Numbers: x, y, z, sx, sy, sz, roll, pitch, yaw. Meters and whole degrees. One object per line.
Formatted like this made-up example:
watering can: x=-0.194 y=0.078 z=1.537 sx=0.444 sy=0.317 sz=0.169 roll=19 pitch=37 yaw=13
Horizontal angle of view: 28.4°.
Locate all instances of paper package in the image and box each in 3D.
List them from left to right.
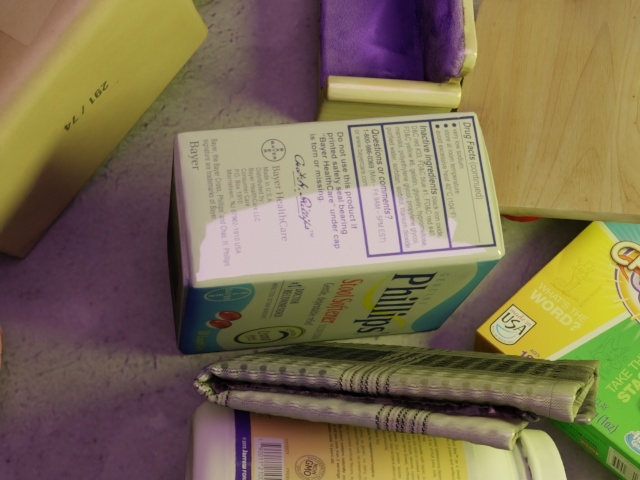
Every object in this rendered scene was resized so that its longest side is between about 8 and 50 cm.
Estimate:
paper package: x=-0.279 y=-0.166 z=1.201 sx=0.168 sy=0.309 sz=0.325 roll=38 pitch=86 yaw=7

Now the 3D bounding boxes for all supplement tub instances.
supplement tub: x=0.041 y=0.269 z=1.162 sx=0.331 sy=0.241 sz=0.241 roll=4 pitch=71 yaw=-7

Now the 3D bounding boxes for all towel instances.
towel: x=0.090 y=0.134 z=1.146 sx=0.324 sy=0.312 sz=0.056 roll=2 pitch=89 yaw=17

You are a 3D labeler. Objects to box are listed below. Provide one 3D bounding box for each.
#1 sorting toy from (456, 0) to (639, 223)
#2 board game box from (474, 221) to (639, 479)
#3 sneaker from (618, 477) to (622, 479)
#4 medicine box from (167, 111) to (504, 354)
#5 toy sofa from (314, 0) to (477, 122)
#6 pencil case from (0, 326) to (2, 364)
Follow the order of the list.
sorting toy: x=0.284 y=-0.131 z=1.375 sx=0.255 sy=0.089 sz=0.257 roll=5 pitch=68 yaw=23
board game box: x=0.356 y=0.081 z=1.328 sx=0.316 sy=0.064 sz=0.242 roll=-41 pitch=61 yaw=-19
sneaker: x=0.393 y=0.337 z=1.277 sx=0.110 sy=0.107 sz=0.275 roll=8 pitch=48 yaw=-51
medicine box: x=0.000 y=0.000 z=1.237 sx=0.289 sy=0.263 sz=0.149 roll=-4 pitch=72 yaw=-9
toy sofa: x=0.075 y=-0.310 z=1.403 sx=0.150 sy=0.177 sz=0.363 roll=3 pitch=72 yaw=-8
pencil case: x=-0.452 y=0.115 z=1.211 sx=0.284 sy=0.124 sz=0.124 roll=3 pitch=71 yaw=-7
